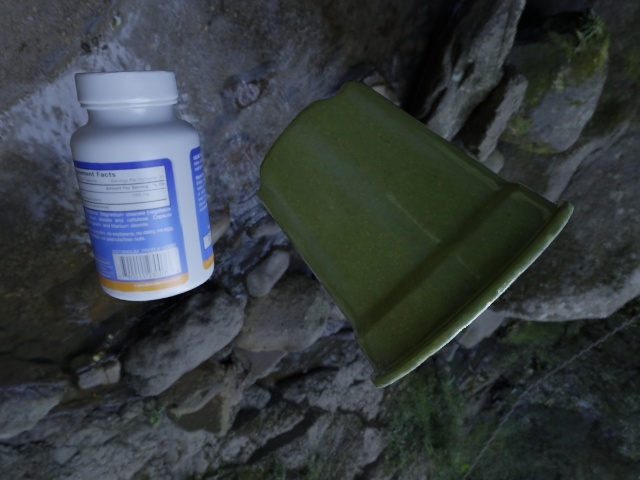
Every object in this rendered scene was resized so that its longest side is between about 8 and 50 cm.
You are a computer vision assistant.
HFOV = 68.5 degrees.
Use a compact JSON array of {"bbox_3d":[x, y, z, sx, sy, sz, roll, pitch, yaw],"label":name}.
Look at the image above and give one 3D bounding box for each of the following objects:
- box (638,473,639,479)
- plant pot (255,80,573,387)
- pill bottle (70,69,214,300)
[{"bbox_3d":[0.393,0.224,0.452,0.102,0.087,0.101,-41,173,-31],"label":"box"},{"bbox_3d":[0.073,-0.027,0.527,0.276,0.254,0.276,-43,169,-10],"label":"plant pot"},{"bbox_3d":[-0.228,-0.074,0.605,0.152,0.152,0.271,-19,115,-40],"label":"pill bottle"}]
